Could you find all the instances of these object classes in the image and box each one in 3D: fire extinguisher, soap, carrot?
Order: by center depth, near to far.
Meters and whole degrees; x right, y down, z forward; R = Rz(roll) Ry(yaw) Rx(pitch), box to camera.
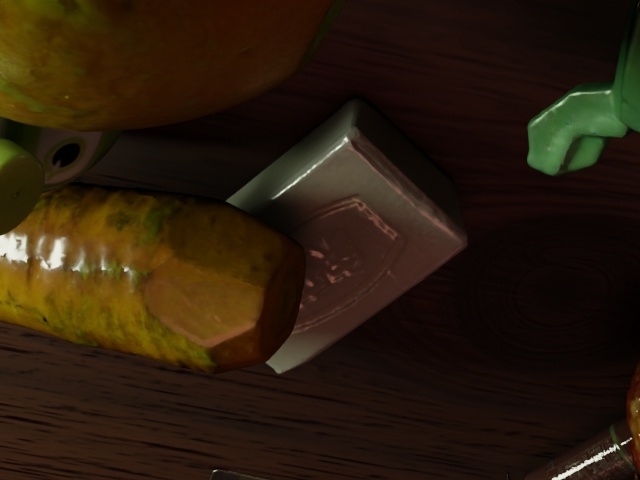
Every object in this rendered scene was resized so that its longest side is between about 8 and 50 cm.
[{"bbox_3d":[-0.162,0.012,0.991,0.302,0.114,0.114,10,128,16],"label":"carrot"},{"bbox_3d":[0.000,0.000,1.044,0.183,0.064,0.121,-38,114,26],"label":"soap"},{"bbox_3d":[0.213,0.187,1.176,0.157,0.045,0.078,-35,93,25],"label":"fire extinguisher"}]

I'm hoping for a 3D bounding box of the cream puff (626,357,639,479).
[{"bbox_3d":[0.336,0.132,1.045,0.240,0.164,0.240,1,92,32],"label":"cream puff"}]

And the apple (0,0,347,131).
[{"bbox_3d":[-0.090,-0.230,0.745,0.384,0.374,0.374,-26,131,-26],"label":"apple"}]

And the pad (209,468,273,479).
[{"bbox_3d":[0.005,0.270,1.280,0.235,0.003,0.158,13,126,-6],"label":"pad"}]

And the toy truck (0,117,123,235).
[{"bbox_3d":[-0.223,-0.095,0.913,0.187,0.210,0.148,25,126,7],"label":"toy truck"}]

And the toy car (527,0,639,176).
[{"bbox_3d":[0.249,-0.185,0.815,0.176,0.213,0.358,27,128,27],"label":"toy car"}]

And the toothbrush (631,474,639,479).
[{"bbox_3d":[0.297,0.153,1.166,0.288,0.024,0.021,-38,118,25],"label":"toothbrush"}]
